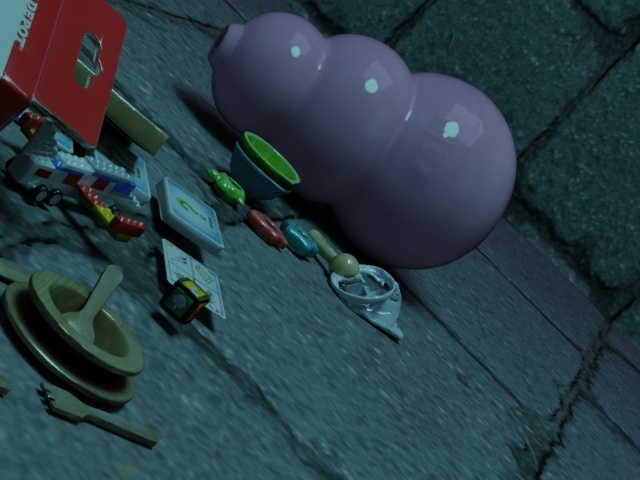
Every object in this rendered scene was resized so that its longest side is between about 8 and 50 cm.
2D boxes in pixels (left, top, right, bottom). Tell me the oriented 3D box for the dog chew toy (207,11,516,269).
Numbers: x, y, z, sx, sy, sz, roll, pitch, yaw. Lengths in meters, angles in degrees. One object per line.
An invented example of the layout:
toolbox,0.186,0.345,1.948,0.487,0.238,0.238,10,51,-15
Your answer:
dog chew toy,0.035,-0.113,1.546,0.332,0.207,0.206,32,14,-18

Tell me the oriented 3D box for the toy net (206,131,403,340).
toy net,0.000,0.000,1.367,0.232,0.045,0.122,43,11,-3

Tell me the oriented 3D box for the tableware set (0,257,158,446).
tableware set,-0.151,0.024,0.748,0.194,0.039,0.128,31,17,-49

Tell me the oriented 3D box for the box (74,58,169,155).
box,-0.201,-0.140,1.138,0.201,0.021,0.164,42,-3,-14

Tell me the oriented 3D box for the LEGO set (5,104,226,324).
LEGO set,-0.125,-0.034,1.027,0.182,0.060,0.244,35,13,-20

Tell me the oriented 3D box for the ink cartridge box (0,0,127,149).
ink cartridge box,-0.228,-0.142,0.884,0.231,0.078,0.134,39,36,-29
